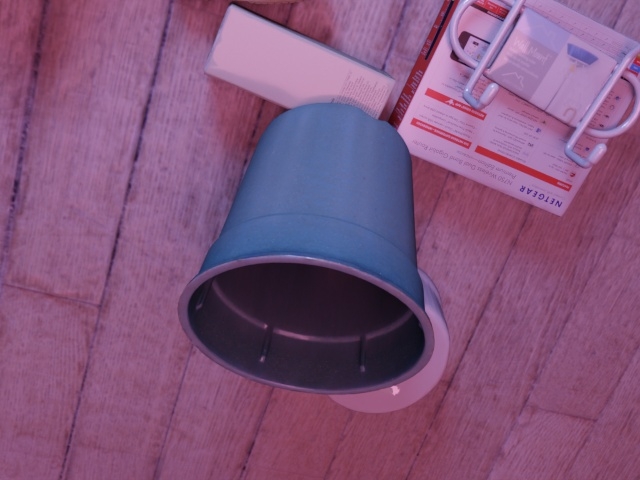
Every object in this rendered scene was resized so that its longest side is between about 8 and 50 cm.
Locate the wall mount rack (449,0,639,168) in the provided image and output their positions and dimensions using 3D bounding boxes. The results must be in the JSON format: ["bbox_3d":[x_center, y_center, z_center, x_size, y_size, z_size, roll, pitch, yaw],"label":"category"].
[{"bbox_3d":[0.377,-0.283,0.992,0.350,0.130,0.304,24,109,-16],"label":"wall mount rack"}]

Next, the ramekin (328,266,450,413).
[{"bbox_3d":[0.100,0.177,1.252,0.277,0.135,0.277,-2,114,-4],"label":"ramekin"}]

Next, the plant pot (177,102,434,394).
[{"bbox_3d":[0.000,0.000,1.019,0.341,0.334,0.341,6,141,5],"label":"plant pot"}]

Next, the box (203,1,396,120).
[{"bbox_3d":[-0.032,-0.259,1.073,0.275,0.094,0.113,22,110,-14],"label":"box"}]

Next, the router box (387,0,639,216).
[{"bbox_3d":[0.315,-0.236,1.122,0.336,0.082,0.301,21,110,-14],"label":"router box"}]

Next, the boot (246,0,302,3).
[{"bbox_3d":[-0.098,-0.449,0.986,0.249,0.090,0.206,1,115,-2],"label":"boot"}]
